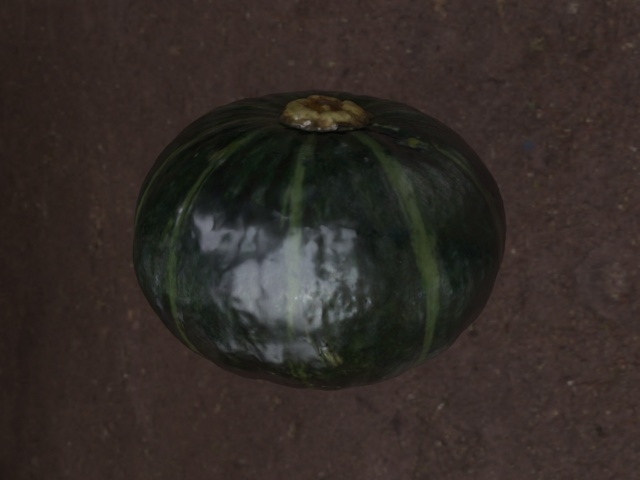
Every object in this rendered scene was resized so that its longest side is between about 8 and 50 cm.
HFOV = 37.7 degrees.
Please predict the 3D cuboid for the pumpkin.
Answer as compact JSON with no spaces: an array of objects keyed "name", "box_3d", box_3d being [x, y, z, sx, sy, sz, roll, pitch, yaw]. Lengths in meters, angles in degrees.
[{"name":"pumpkin","box_3d":[-0.001,-0.003,0.424,0.167,0.167,0.125,34,117,48]}]
